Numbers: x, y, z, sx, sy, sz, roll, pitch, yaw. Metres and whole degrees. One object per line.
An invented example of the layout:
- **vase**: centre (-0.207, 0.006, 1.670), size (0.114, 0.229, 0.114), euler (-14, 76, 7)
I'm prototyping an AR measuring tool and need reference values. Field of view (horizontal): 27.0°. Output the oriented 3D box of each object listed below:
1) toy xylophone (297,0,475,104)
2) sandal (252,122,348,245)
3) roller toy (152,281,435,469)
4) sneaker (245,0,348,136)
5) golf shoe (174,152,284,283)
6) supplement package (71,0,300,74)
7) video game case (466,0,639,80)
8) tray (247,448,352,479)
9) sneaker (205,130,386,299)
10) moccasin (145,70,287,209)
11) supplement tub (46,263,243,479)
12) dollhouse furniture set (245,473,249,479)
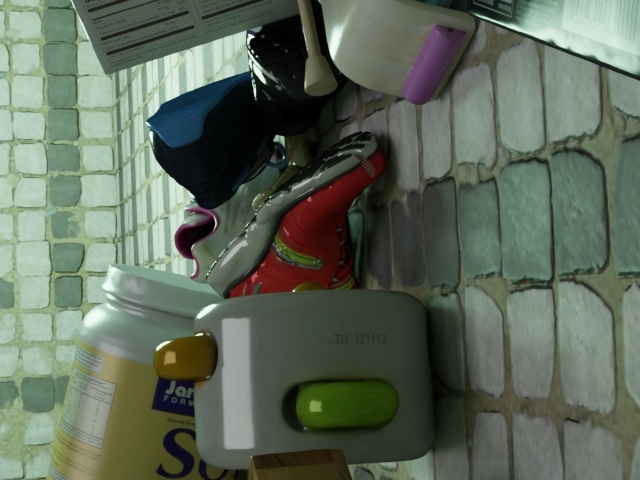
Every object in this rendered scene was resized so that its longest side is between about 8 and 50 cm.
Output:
- **toy xylophone**: centre (0.036, -0.257, 1.084), size (0.236, 0.081, 0.322), euler (130, 136, -68)
- **sandal**: centre (-0.034, -0.046, 1.380), size (0.088, 0.079, 0.240), euler (107, 156, -50)
- **roller toy**: centre (-0.008, 0.106, 1.075), size (0.209, 0.191, 0.146), euler (-8, 81, 30)
- **sneaker**: centre (-0.017, -0.153, 1.303), size (0.283, 0.107, 0.124), euler (-107, 12, -68)
- **golf shoe**: centre (-0.105, -0.039, 1.541), size (0.306, 0.140, 0.115), euler (-116, 27, -60)
- **supplement package**: centre (-0.146, -0.316, 1.307), size (0.261, 0.204, 0.145), euler (-104, -5, -49)
- **video game case**: centre (0.151, -0.232, 0.747), size (0.275, 0.035, 0.248), euler (-129, 40, -68)
- **tray**: centre (-0.016, 0.370, 0.974), size (0.202, 0.076, 0.410), euler (-111, 23, -49)
- **sneaker**: centre (0.000, 0.000, 1.257), size (0.118, 0.107, 0.279), euler (46, 140, 3)
- **moccasin**: centre (-0.115, -0.108, 1.454), size (0.342, 0.138, 0.116), euler (-54, -56, -69)
- **supplement tub**: centre (-0.199, 0.212, 1.658), size (0.241, 0.241, 0.331), euler (-161, 83, -74)
- **dollhouse furniture set**: centre (-0.089, 0.327, 1.455), size (0.355, 0.174, 0.303), euler (-108, 22, -47)
